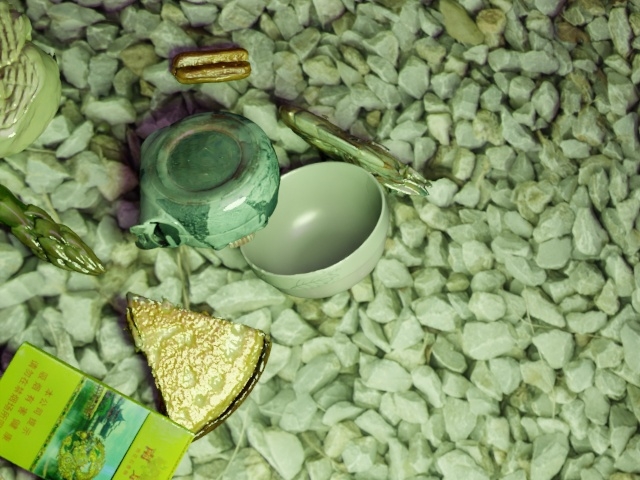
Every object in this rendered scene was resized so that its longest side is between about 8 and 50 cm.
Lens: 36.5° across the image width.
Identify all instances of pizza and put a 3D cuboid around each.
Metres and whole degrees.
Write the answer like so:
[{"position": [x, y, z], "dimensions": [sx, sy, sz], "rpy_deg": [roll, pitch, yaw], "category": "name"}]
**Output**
[{"position": [-0.251, 0.238, 1.755], "dimensions": [0.288, 0.074, 0.251], "rpy_deg": [21, 70, -9], "category": "pizza"}]

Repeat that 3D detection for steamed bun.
[{"position": [-0.598, -0.282, 1.720], "dimensions": [0.275, 0.206, 0.319], "rpy_deg": [-9, 78, -5], "category": "steamed bun"}]

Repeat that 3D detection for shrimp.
[{"position": [0.077, -0.169, 1.899], "dimensions": [0.360, 0.247, 0.085], "rpy_deg": [28, 94, -20], "category": "shrimp"}]

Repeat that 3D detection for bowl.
[{"position": [0.000, 0.000, 1.831], "dimensions": [0.287, 0.143, 0.287], "rpy_deg": [-12, 45, 12], "category": "bowl"}]

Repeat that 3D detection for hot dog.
[{"position": [-0.219, -0.349, 1.946], "dimensions": [0.165, 0.045, 0.071], "rpy_deg": [-10, 80, -20], "category": "hot dog"}]

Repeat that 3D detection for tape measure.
[{"position": [-0.210, -0.109, 1.796], "dimensions": [0.275, 0.147, 0.256], "rpy_deg": [-8, 57, 3], "category": "tape measure"}]

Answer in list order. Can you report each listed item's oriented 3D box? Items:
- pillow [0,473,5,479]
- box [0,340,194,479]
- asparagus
[{"position": [-0.631, 0.441, 1.594], "dimensions": [0.135, 0.034, 0.211], "rpy_deg": [42, 68, -5], "category": "pillow"}, {"position": [-0.405, 0.333, 1.657], "dimensions": [0.335, 0.047, 0.187], "rpy_deg": [30, 83, -4], "category": "box"}, {"position": [-0.508, -0.017, 1.742], "dimensions": [0.287, 0.080, 0.080], "rpy_deg": [34, 67, -7], "category": "asparagus"}]
